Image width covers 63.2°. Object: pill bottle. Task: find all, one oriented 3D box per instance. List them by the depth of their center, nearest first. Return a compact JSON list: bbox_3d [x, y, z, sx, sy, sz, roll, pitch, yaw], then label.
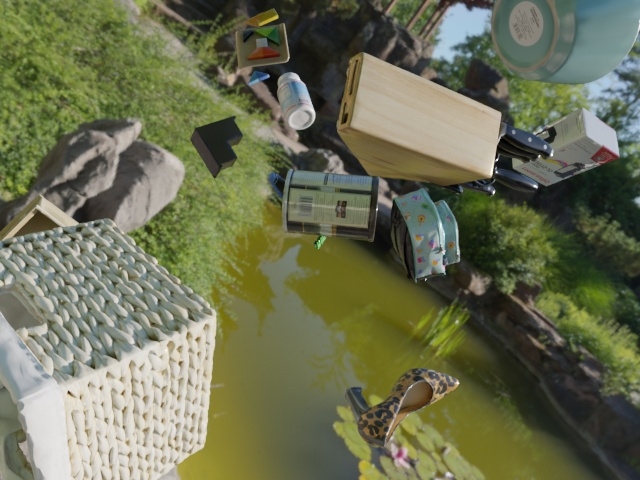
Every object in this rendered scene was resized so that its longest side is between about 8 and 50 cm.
[{"bbox_3d":[-0.074,-0.398,1.474,0.087,0.087,0.160,21,43,-45],"label":"pill bottle"}]

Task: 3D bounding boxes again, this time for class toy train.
[{"bbox_3d":[0.000,0.000,1.628,0.023,0.017,0.083,67,30,-19],"label":"toy train"}]

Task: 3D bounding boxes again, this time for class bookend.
[{"bbox_3d":[-0.313,-0.307,1.699,0.157,0.072,0.156,-30,84,-34],"label":"bookend"}]

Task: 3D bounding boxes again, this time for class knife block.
[{"bbox_3d":[0.169,-0.127,0.650,0.242,0.088,0.276,8,-7,18],"label":"knife block"}]

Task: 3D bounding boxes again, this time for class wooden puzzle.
[{"bbox_3d":[-0.083,-0.274,0.728,0.014,0.079,0.116,73,1,-68],"label":"wooden puzzle"}]

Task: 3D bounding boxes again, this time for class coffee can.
[{"bbox_3d":[0.034,-0.109,1.595,0.276,0.201,0.201,6,15,4],"label":"coffee can"}]

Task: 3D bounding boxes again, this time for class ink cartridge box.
[{"bbox_3d":[0.528,-0.197,1.135,0.128,0.175,0.072,18,64,-29],"label":"ink cartridge box"}]

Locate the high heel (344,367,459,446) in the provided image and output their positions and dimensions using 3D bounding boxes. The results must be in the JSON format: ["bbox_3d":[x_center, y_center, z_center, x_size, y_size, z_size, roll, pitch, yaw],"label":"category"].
[{"bbox_3d":[0.194,0.351,1.074,0.262,0.093,0.186,-7,16,-10],"label":"high heel"}]

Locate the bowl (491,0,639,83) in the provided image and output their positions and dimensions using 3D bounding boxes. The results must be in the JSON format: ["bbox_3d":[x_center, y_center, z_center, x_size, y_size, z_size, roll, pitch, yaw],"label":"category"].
[{"bbox_3d":[0.489,-0.469,1.115,0.163,0.311,0.311,-24,52,-20],"label":"bowl"}]

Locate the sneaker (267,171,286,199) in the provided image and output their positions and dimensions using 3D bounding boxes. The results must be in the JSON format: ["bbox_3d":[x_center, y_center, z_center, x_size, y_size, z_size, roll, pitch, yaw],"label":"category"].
[{"bbox_3d":[-0.089,-0.158,1.812,0.232,0.090,0.081,52,2,9],"label":"sneaker"}]

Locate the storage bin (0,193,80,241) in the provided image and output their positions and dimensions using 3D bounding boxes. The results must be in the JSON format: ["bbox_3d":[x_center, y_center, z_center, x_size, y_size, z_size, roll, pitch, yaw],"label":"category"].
[{"bbox_3d":[-0.703,0.065,1.340,0.262,0.260,0.123,45,0,-33],"label":"storage bin"}]

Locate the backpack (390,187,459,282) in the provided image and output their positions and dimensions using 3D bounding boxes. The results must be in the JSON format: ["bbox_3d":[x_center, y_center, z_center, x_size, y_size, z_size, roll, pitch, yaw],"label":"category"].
[{"bbox_3d":[0.233,-0.021,1.184,0.165,0.145,0.188,-103,170,-50],"label":"backpack"}]

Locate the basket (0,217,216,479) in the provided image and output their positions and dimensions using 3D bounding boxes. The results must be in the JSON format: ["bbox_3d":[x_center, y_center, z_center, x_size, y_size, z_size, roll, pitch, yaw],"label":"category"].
[{"bbox_3d":[-0.355,0.182,0.766,0.328,0.331,0.267,34,40,31],"label":"basket"}]
